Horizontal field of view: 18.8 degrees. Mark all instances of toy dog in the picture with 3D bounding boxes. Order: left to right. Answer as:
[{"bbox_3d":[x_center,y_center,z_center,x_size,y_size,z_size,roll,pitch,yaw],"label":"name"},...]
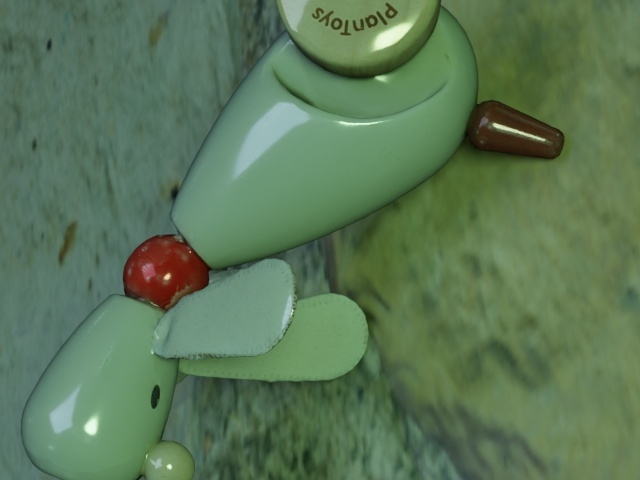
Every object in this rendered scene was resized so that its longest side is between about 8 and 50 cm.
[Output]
[{"bbox_3d":[0.000,0.000,1.003,0.161,0.220,0.334,33,106,14],"label":"toy dog"}]
